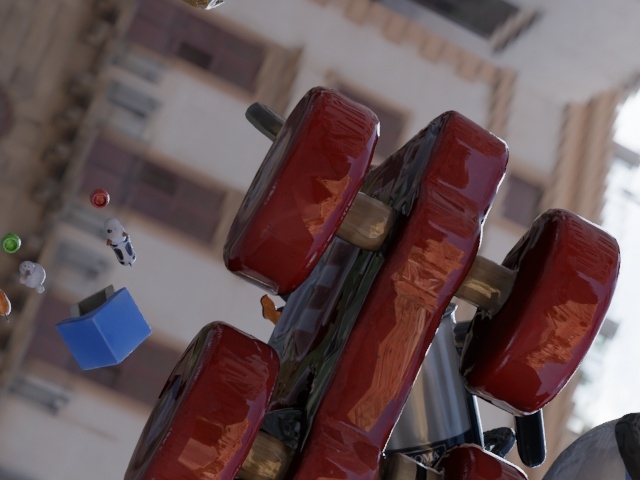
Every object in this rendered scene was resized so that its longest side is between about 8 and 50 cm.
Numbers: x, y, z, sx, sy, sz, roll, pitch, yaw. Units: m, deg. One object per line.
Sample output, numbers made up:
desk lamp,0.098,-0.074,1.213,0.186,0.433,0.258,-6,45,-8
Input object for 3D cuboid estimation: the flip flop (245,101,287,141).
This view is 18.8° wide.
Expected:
flip flop,0.000,0.000,1.720,0.080,0.277,0.112,-30,-149,-6

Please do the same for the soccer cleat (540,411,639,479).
soccer cleat,0.249,0.238,1.119,0.143,0.331,0.116,-43,-175,29

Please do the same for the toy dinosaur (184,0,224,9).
toy dinosaur,-0.124,-0.235,1.550,0.211,0.112,0.064,-42,169,-17

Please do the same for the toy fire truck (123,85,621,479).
toy fire truck,0.003,0.081,0.970,0.302,0.169,0.254,-66,-172,-18

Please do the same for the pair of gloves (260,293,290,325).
pair of gloves,-0.018,0.042,1.180,0.074,0.010,0.083,44,-27,38

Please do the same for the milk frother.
milk frother,0.071,0.107,1.267,0.143,0.129,0.135,-168,-114,-74

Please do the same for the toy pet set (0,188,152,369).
toy pet set,-0.189,0.040,1.461,0.122,0.114,0.065,-28,-162,0
